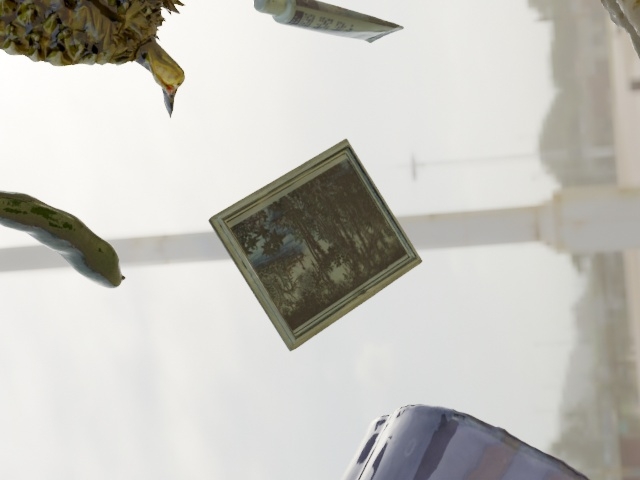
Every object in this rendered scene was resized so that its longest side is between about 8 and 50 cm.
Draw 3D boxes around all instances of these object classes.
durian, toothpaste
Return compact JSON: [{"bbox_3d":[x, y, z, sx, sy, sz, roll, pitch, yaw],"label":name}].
[{"bbox_3d":[-0.153,-0.193,0.926,0.193,0.237,0.138,-30,-24,-54],"label":"durian"},{"bbox_3d":[0.006,-0.253,1.747,0.216,0.062,0.037,6,-102,-45],"label":"toothpaste"}]

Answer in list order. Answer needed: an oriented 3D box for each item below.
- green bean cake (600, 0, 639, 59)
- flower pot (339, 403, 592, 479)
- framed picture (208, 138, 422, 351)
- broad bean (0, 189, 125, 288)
[{"bbox_3d":[0.273,-0.156,0.840,0.131,0.224,0.230,-18,-105,-50],"label":"green bean cake"},{"bbox_3d":[0.090,0.285,1.047,0.243,0.265,0.265,-56,-29,-26],"label":"flower pot"},{"bbox_3d":[0.000,0.000,1.410,0.183,0.011,0.142,-32,-89,-36],"label":"framed picture"},{"bbox_3d":[-0.273,-0.006,1.501,0.226,0.069,0.039,24,-157,-39],"label":"broad bean"}]
